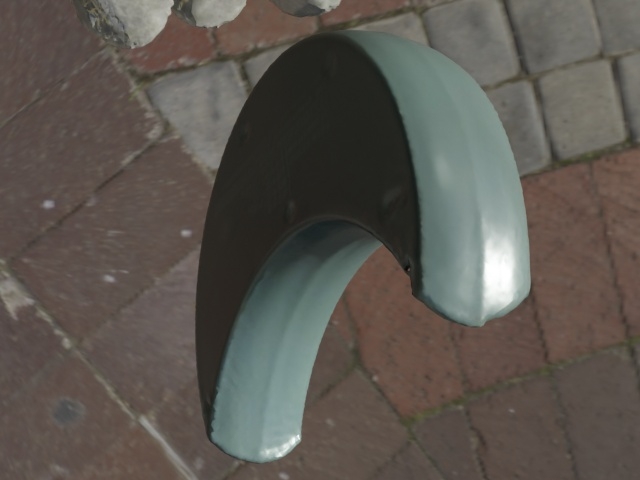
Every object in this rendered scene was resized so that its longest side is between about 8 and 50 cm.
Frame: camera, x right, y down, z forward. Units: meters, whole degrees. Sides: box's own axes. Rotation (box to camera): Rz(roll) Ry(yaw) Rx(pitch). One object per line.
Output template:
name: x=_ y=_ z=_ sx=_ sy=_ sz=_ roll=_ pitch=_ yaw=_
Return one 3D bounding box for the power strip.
power strip: x=0.000 y=0.000 z=0.592 sx=0.054 sy=0.253 sz=0.168 roll=7 pitch=67 yaw=-25

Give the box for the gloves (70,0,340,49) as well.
gloves: x=-0.050 y=-0.143 z=0.432 sx=0.218 sy=0.140 sz=0.131 roll=-13 pitch=89 yaw=-51
